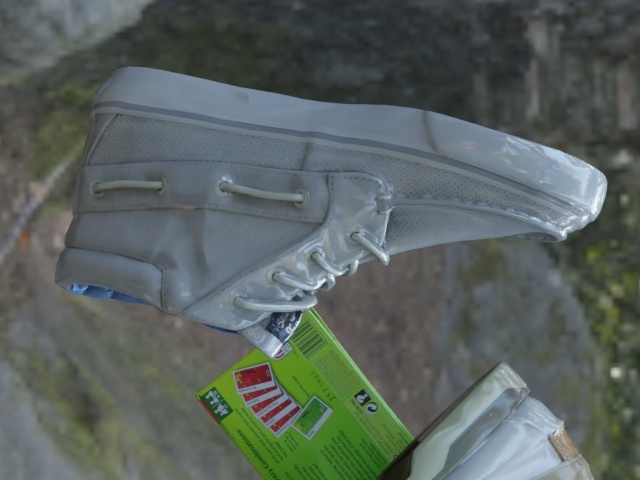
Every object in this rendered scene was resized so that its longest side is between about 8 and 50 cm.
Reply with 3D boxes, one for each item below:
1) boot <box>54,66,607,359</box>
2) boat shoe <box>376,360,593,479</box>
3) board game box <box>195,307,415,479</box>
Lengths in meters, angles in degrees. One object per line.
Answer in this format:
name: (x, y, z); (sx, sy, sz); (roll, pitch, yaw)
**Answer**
boot: (0.000, 0.000, 0.878); (0.095, 0.258, 0.123); (42, 60, -68)
boat shoe: (0.039, 0.206, 1.055); (0.302, 0.103, 0.113); (-44, 176, -14)
board game box: (0.013, 0.140, 1.160); (0.181, 0.092, 0.043); (52, -2, 2)
